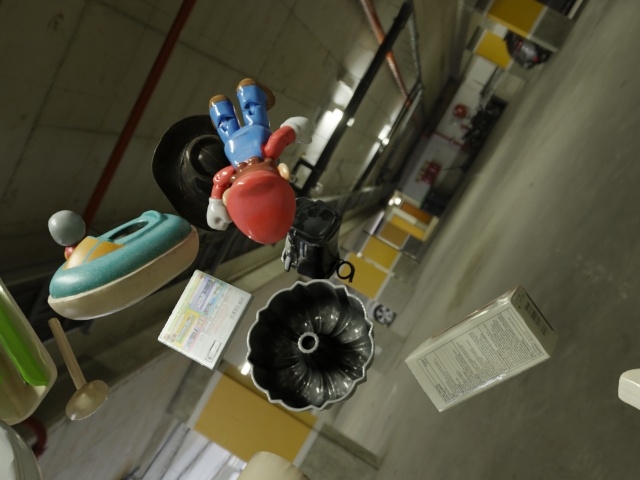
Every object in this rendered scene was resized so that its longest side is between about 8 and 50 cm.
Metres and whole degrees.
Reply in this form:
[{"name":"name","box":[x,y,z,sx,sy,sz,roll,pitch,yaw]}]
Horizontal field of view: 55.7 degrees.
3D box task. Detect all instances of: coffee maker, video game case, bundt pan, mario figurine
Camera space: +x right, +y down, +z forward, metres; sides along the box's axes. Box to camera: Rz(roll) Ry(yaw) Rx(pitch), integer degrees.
[{"name":"coffee maker","box":[0.000,0.000,1.319,0.178,0.171,0.120,95,-177,-62]},{"name":"video game case","box":[-0.298,0.203,1.576,0.212,0.193,0.023,-63,-27,-12]},{"name":"bundt pan","box":[-0.012,0.269,1.508,0.331,0.331,0.124,-59,-27,-12]},{"name":"mario figurine","box":[-0.112,-0.126,1.098,0.198,0.170,0.320,-50,44,43]}]

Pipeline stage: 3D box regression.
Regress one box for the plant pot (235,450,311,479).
[{"name":"plant pot","box":[-0.146,0.664,1.342,0.274,0.256,0.256,-40,-18,-41]}]

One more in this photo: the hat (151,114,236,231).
[{"name":"hat","box":[-0.278,-0.192,1.633,0.331,0.331,0.134,-58,21,-20]}]

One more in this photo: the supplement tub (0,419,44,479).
[{"name":"supplement tub","box":[-0.414,0.321,0.639,0.241,0.241,0.331,-54,-8,-41]}]

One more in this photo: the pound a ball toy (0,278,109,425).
[{"name":"pound a ball toy","box":[-0.522,0.186,0.980,0.135,0.319,0.208,-51,-26,10]}]

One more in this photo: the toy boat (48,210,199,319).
[{"name":"toy boat","box":[-0.385,0.021,1.073,0.267,0.318,0.148,-37,-63,-35]}]

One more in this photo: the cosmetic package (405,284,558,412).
[{"name":"cosmetic package","box":[0.362,0.246,1.371,0.296,0.153,0.129,-37,-6,30]}]

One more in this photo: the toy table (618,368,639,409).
[{"name":"toy table","box":[0.421,0.154,0.515,0.161,0.252,0.274,-16,11,-28]}]
